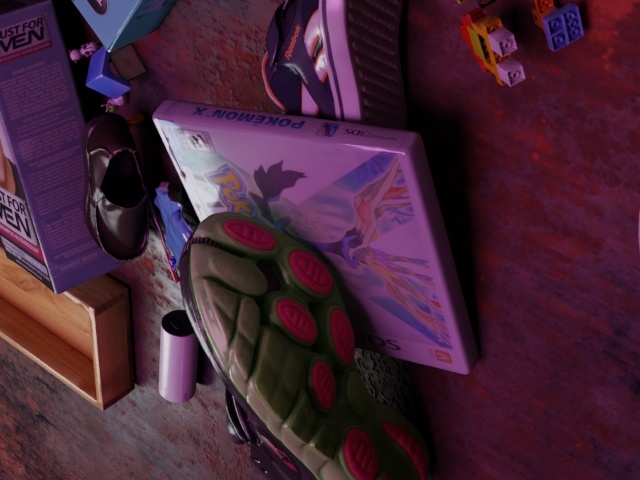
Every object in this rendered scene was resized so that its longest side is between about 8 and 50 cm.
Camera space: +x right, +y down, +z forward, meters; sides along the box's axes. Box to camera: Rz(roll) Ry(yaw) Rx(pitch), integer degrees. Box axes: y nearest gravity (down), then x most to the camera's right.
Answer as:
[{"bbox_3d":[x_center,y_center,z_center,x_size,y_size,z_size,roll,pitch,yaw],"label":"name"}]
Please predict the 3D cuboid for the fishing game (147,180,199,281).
[{"bbox_3d":[-0.158,0.014,1.494,0.264,0.041,0.189,27,139,64],"label":"fishing game"}]

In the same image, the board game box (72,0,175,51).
[{"bbox_3d":[-0.214,-0.402,1.278,0.254,0.079,0.336,54,141,3],"label":"board game box"}]

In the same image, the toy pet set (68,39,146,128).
[{"bbox_3d":[-0.271,-0.192,1.492,0.114,0.065,0.122,-20,101,50],"label":"toy pet set"}]

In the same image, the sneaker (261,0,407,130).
[{"bbox_3d":[0.008,-0.207,1.146,0.127,0.126,0.321,21,131,28],"label":"sneaker"}]

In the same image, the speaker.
[{"bbox_3d":[-0.198,0.163,1.670,0.055,0.055,0.136,32,135,27],"label":"speaker"}]

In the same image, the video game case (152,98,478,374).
[{"bbox_3d":[0.000,0.000,1.261,0.299,0.036,0.329,11,140,30],"label":"video game case"}]

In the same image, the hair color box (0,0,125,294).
[{"bbox_3d":[-0.391,-0.136,1.590,0.185,0.113,0.375,24,132,51],"label":"hair color box"}]

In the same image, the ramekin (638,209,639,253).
[{"bbox_3d":[0.377,-0.005,0.897,0.277,0.135,0.277,26,133,32],"label":"ramekin"}]

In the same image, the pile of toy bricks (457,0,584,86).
[{"bbox_3d":[0.150,-0.250,1.008,0.105,0.118,0.212,52,169,52],"label":"pile of toy bricks"}]

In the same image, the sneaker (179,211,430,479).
[{"bbox_3d":[-0.046,0.172,1.324,0.202,0.185,0.483,1,134,34],"label":"sneaker"}]

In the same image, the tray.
[{"bbox_3d":[-0.457,0.078,1.866,0.411,0.076,0.203,29,134,30],"label":"tray"}]

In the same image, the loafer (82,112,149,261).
[{"bbox_3d":[-0.260,-0.052,1.520,0.078,0.080,0.220,52,155,46],"label":"loafer"}]
